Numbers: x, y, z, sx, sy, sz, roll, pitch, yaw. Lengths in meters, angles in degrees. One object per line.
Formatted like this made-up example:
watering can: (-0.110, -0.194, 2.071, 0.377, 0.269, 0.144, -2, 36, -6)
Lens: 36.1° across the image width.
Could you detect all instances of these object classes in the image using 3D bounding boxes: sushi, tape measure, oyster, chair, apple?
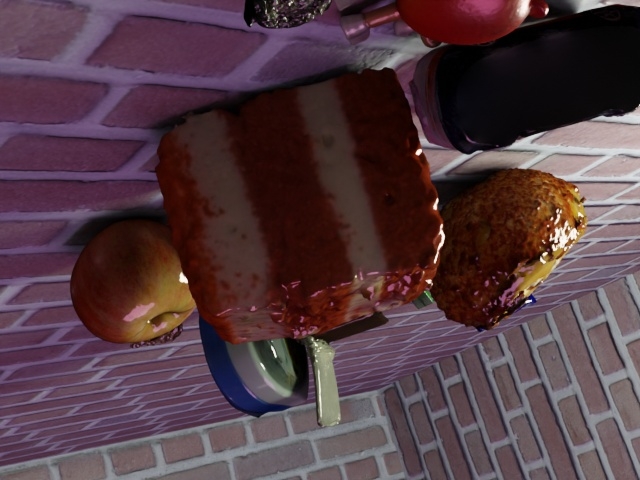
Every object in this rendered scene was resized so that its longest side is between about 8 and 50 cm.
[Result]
sushi: (-0.033, -0.236, 0.924, 0.084, 0.056, 0.083, -15, 171, -13)
tape measure: (-0.126, 0.202, 1.948, 0.138, 0.259, 0.262, -22, 159, 13)
oyster: (-0.348, 0.179, 1.991, 0.105, 0.056, 0.177, -32, 156, 19)
chair: (0.041, 0.189, 1.946, 0.186, 0.319, 0.160, -20, 164, 8)
apple: (-0.270, 0.057, 1.459, 0.209, 0.164, 0.209, -28, 164, -9)

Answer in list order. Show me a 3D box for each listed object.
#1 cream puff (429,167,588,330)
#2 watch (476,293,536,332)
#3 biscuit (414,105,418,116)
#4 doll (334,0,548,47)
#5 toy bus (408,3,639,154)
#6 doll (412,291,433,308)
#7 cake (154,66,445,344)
cream puff: (0.319, 0.003, 1.778, 0.350, 0.228, 0.350, -44, 167, -13)
watch: (0.407, 0.098, 2.374, 0.196, 0.171, 0.200, -27, 155, -13)
biscuit: (0.230, -0.210, 1.325, 0.212, 0.036, 0.212, -17, 165, -5)
doll: (0.121, -0.250, 0.999, 0.217, 0.085, 0.183, -2, 166, 10)
toy bus: (0.248, -0.190, 1.158, 0.302, 0.128, 0.147, -17, -166, -19)
doll: (0.151, 0.060, 1.975, 0.106, 0.134, 0.186, -24, 157, 28)
cake: (-0.024, -0.026, 1.252, 0.319, 0.270, 0.269, -15, 164, -4)
